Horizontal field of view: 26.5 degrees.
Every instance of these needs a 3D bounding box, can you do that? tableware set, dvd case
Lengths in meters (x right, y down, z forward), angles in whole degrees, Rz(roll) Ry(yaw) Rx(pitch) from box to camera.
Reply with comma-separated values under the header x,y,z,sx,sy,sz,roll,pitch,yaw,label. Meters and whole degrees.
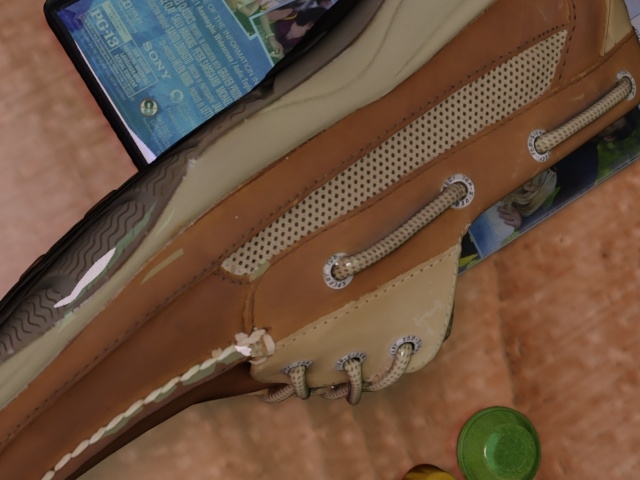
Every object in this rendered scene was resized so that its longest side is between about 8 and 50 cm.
x,y,z,sx,sy,sz,roll,pitch,yaw,label
0.082,0.151,0.556,0.104,0.024,0.154,-33,91,-17,tableware set
0.039,-0.081,0.567,0.253,0.022,0.180,-32,92,-14,dvd case

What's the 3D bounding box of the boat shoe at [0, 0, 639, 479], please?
x,y,z,sx,sy,sz,roll,pitch,yaw,label
0.000,0.000,0.478,0.324,0.122,0.120,-42,99,-13,boat shoe
